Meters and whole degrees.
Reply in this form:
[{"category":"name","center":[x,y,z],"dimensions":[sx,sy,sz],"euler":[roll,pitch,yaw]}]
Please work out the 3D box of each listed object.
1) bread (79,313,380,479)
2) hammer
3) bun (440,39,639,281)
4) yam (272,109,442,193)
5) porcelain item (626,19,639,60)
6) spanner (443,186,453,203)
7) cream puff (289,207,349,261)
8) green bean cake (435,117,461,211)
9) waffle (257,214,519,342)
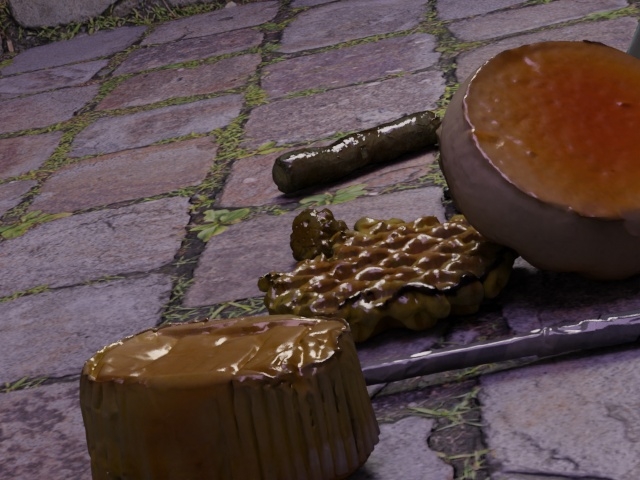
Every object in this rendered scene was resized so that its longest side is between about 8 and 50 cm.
[{"category":"bread","center":[-0.078,0.147,1.368],"dimensions":[0.250,0.133,0.179],"euler":[-6,18,16]},{"category":"hammer","center":[0.187,0.094,1.504],"dimensions":[0.426,0.044,0.152],"euler":[-12,19,1]},{"category":"bun","center":[0.268,-0.065,1.697],"dimensions":[0.298,0.165,0.299],"euler":[4,47,-5]},{"category":"yam","center":[0.053,-0.125,2.233],"dimensions":[0.252,0.061,0.061],"euler":[-19,19,-23]},{"category":"porcelain item","center":[0.517,-0.231,1.898],"dimensions":[0.281,0.157,0.286],"euler":[28,27,6]},{"category":"spanner","center":[0.280,-0.082,2.019],"dimensions":[0.254,0.015,0.054],"euler":[-12,16,1]},{"category":"cream puff","center":[0.000,0.000,1.902],"dimensions":[0.083,0.083,0.058],"euler":[-12,-30,38]},{"category":"green bean cake","center":[0.236,-0.107,1.969],"dimensions":[0.179,0.085,0.109],"euler":[-12,40,1]},{"category":"waffle","center":[0.074,0.036,1.732],"dimensions":[0.281,0.058,0.301],"euler":[-4,18,19]}]
